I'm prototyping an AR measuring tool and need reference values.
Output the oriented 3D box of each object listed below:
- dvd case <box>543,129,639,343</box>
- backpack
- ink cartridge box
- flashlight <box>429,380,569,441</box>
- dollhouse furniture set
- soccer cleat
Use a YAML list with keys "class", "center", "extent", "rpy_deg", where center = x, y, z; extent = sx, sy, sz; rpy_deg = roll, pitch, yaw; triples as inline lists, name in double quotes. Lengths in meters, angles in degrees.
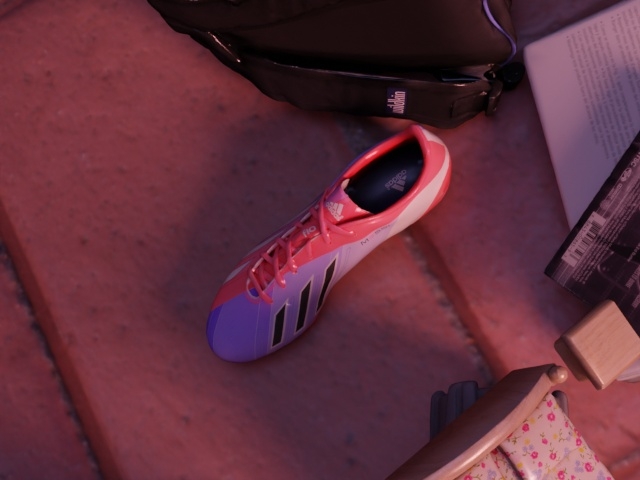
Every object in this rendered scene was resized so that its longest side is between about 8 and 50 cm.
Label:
- class: "dvd case"
  center: [0.280, 0.016, 0.715]
  extent: [0.221, 0.018, 0.164]
  rpy_deg: [40, 104, 33]
- class: "backpack"
  center: [0.007, -0.226, 0.828]
  extent: [0.264, 0.276, 0.213]
  rpy_deg: [-5, 69, 19]
- class: "ink cartridge box"
  center: [0.291, -0.060, 0.767]
  extent: [0.239, 0.060, 0.275]
  rpy_deg: [-21, 70, 29]
- class: "flashlight"
  center: [0.124, 0.253, 0.734]
  extent: [0.103, 0.103, 0.304]
  rpy_deg: [-14, 65, 37]
- class: "dollhouse furniture set"
  center: [0.174, 0.242, 0.611]
  extent: [0.356, 0.174, 0.303]
  rpy_deg: [-37, 91, -25]
- class: "soccer cleat"
  center: [0.000, 0.000, 0.846]
  extent: [0.248, 0.095, 0.083]
  rpy_deg: [-39, 70, 1]
